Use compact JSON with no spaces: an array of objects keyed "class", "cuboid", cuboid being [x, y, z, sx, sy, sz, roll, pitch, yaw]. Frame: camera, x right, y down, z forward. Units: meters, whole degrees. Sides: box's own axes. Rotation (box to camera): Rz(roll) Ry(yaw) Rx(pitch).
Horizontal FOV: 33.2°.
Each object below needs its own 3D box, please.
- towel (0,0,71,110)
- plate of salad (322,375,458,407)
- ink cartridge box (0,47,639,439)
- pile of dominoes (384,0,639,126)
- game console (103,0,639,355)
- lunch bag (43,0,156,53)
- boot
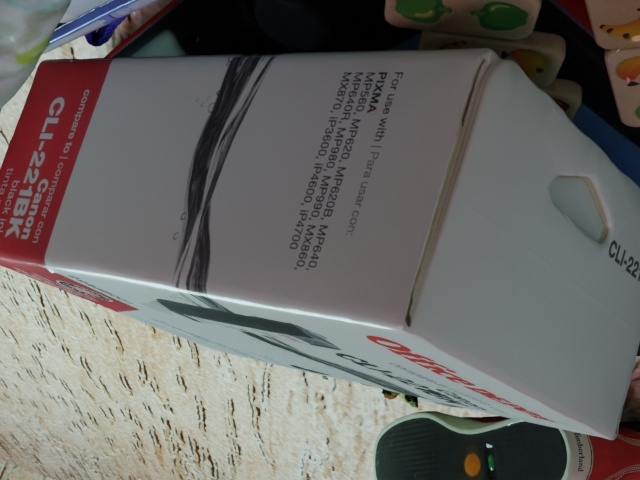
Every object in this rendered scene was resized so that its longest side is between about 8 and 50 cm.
[{"class":"towel","cuboid":[-0.167,-0.200,0.249,0.320,0.090,0.374,44,132,-1]},{"class":"plate of salad","cuboid":[0.068,0.107,0.909,0.200,0.048,0.200,18,157,8]},{"class":"ink cartridge box","cuboid":[0.000,0.000,0.526,0.273,0.114,0.197,6,164,40]},{"class":"pile of dominoes","cuboid":[0.103,-0.092,0.355,0.196,0.040,0.251,-4,152,23]},{"class":"game console","cuboid":[0.083,-0.034,0.621,0.386,0.060,0.342,34,151,-23]},{"class":"lunch bag","cuboid":[-0.136,-0.187,0.434,0.303,0.115,0.243,-9,144,44]},{"class":"boot","cuboid":[0.176,0.192,0.923,0.176,0.088,0.244,10,164,-38]}]
